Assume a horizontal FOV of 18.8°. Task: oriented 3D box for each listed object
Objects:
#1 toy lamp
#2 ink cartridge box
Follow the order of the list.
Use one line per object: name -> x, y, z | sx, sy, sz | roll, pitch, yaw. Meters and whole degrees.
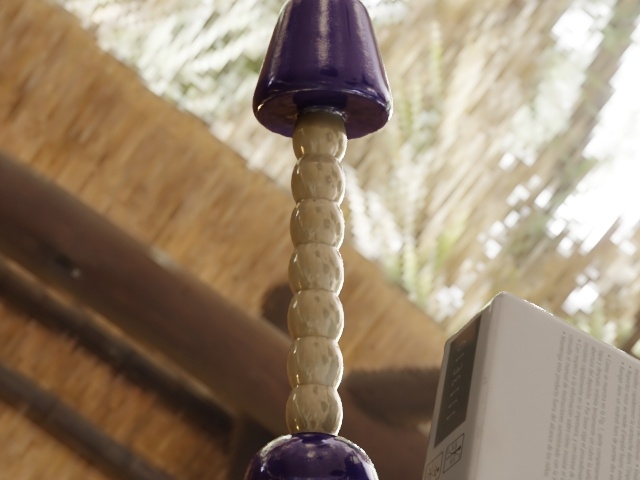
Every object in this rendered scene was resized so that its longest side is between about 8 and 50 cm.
toy lamp -> 0.000, 0.000, 1.022 | 0.080, 0.080, 0.274 | 18, -115, -43
ink cartridge box -> 0.157, 0.186, 0.933 | 0.239, 0.060, 0.275 | 27, -134, -15
